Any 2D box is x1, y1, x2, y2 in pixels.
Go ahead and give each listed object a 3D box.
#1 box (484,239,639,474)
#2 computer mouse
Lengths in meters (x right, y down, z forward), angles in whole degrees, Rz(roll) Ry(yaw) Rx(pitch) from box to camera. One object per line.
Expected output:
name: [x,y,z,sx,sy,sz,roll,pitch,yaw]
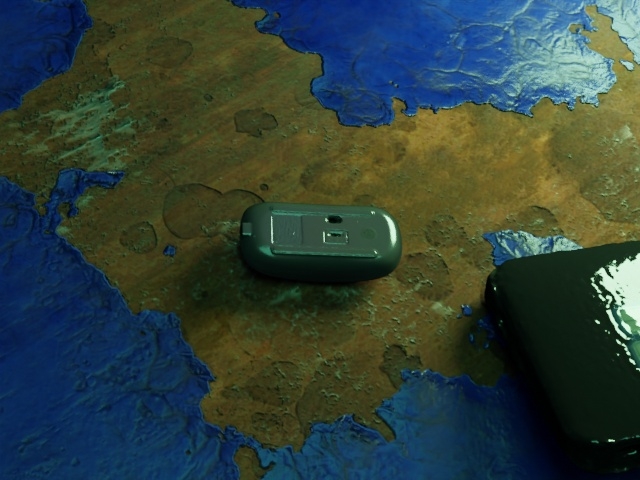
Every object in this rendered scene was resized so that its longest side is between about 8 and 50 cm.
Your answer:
box: [0.434,0.137,1.433,0.359,0.091,0.350,-8,44,-11]
computer mouse: [0.000,0.001,1.514,0.232,0.057,0.120,1,59,-9]
